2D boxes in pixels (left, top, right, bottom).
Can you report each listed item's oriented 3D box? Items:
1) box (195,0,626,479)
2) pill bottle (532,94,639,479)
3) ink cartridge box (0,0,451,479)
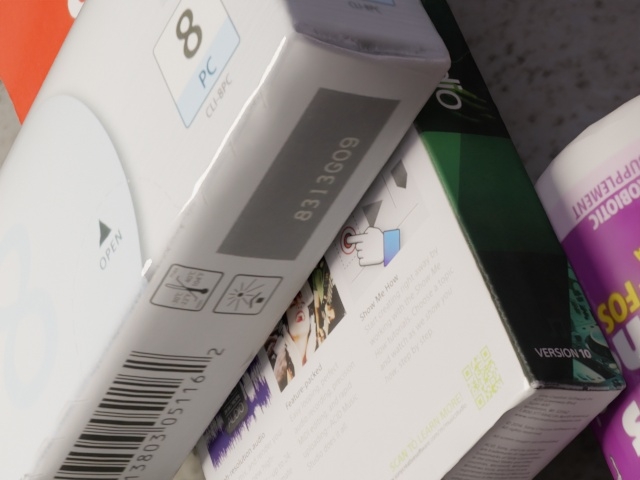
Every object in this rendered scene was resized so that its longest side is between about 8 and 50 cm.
[{"bbox_3d":[0.000,0.000,0.835,0.232,0.058,0.322,-51,48,40],"label":"box"},{"bbox_3d":[0.206,0.087,0.714,0.169,0.169,0.301,-27,57,8],"label":"pill bottle"},{"bbox_3d":[-0.112,-0.106,0.881,0.308,0.091,0.385,-57,44,35],"label":"ink cartridge box"}]
